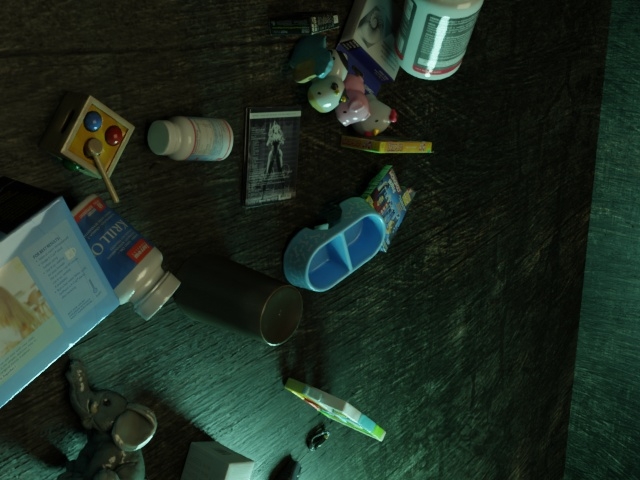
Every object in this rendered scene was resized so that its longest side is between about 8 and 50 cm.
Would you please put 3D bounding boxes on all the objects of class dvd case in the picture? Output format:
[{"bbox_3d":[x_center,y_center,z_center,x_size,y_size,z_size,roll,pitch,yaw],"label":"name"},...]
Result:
[{"bbox_3d":[-0.111,-0.191,1.772,0.164,0.018,0.221,-13,113,-47],"label":"dvd case"}]

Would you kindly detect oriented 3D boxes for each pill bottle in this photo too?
[{"bbox_3d":[-0.357,0.033,1.375,0.221,0.124,0.124,42,64,-9],"label":"pill bottle"},{"bbox_3d":[0.282,-0.543,1.832,0.176,0.176,0.319,-51,166,-27],"label":"pill bottle"},{"bbox_3d":[-0.254,-0.199,1.533,0.160,0.087,0.087,-7,108,-50],"label":"pill bottle"}]

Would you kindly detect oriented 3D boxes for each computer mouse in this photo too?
[{"bbox_3d":[-0.045,0.603,2.121,0.242,0.041,0.071,-45,133,-33],"label":"computer mouse"}]

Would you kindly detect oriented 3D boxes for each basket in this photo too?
[{"bbox_3d":[-0.162,0.128,1.652,0.204,0.226,0.154,31,78,-52],"label":"basket"}]

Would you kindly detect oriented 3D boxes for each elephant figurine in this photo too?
[{"bbox_3d":[-0.403,0.367,1.513,0.186,0.169,0.240,76,22,-73],"label":"elephant figurine"}]

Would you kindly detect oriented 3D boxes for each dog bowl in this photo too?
[{"bbox_3d":[0.044,0.015,1.947,0.297,0.074,0.166,-35,131,-25],"label":"dog bowl"}]

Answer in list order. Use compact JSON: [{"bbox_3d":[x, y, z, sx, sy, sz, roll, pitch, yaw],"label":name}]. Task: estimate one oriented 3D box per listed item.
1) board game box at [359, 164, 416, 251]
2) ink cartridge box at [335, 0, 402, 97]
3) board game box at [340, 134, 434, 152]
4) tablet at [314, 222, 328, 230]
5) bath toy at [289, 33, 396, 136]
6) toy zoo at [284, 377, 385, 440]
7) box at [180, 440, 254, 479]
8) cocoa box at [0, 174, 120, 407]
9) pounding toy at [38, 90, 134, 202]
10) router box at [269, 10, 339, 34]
[{"bbox_3d":[0.176,-0.106,2.127,0.194,0.060,0.194,-53,137,-26],"label":"board game box"},{"bbox_3d":[0.135,-0.492,1.948,0.223,0.045,0.224,28,81,-52],"label":"ink cartridge box"},{"bbox_3d":[0.179,-0.248,2.026,0.259,0.124,0.039,-4,105,-51],"label":"board game box"},{"bbox_3d":[0.000,0.000,1.988,0.054,0.006,0.083,-14,113,-48],"label":"tablet"},{"bbox_3d":[0.066,-0.341,1.850,0.348,0.129,0.152,31,78,-52],"label":"bath toy"},{"bbox_3d":[0.031,0.431,2.029,0.293,0.192,0.030,46,66,-48],"label":"toy zoo"},{"bbox_3d":[-0.245,0.561,1.782,0.091,0.130,0.171,16,91,-53],"label":"box"},{"bbox_3d":[-0.530,0.094,1.178,0.347,0.227,0.232,-45,134,-32],"label":"cocoa box"},{"bbox_3d":[-0.395,-0.161,1.359,0.130,0.100,0.141,36,74,-50],"label":"pounding toy"},{"bbox_3d":[-0.036,-0.466,1.681,0.092,0.122,0.038,-30,120,-43],"label":"router box"}]
